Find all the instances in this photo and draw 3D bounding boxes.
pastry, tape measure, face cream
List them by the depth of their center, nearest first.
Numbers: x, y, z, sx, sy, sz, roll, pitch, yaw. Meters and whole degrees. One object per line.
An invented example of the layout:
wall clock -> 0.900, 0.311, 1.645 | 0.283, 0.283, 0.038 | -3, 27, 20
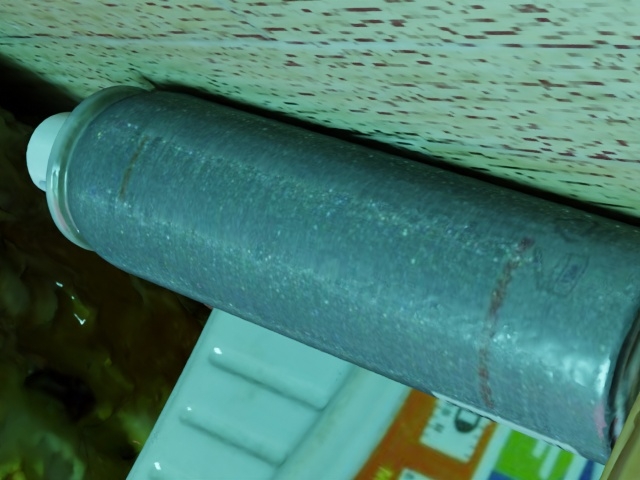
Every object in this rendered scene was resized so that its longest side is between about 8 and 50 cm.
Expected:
face cream -> 0.000, 0.000, 0.537 | 0.283, 0.073, 0.073 | 19, 168, 37
tape measure -> 0.027, 0.131, 0.600 | 0.265, 0.258, 0.130 | 21, 166, 32
pastry -> -0.244, 0.039, 0.768 | 0.405, 0.292, 0.337 | 33, 162, 21

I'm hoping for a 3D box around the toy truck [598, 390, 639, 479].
toy truck -> 0.252, 0.131, 0.308 | 0.387, 0.173, 0.207 | 23, 177, 35
